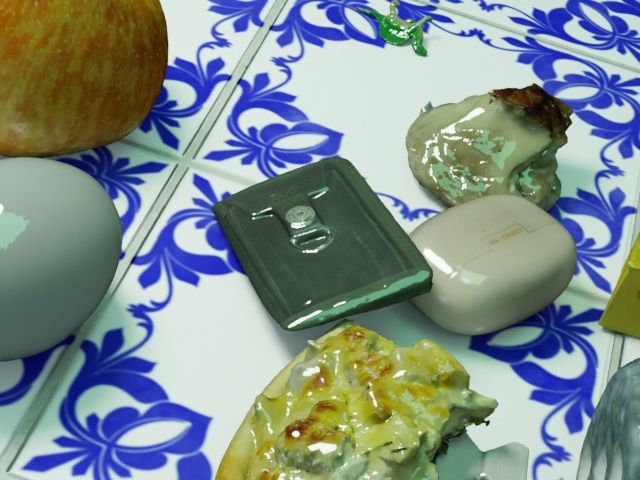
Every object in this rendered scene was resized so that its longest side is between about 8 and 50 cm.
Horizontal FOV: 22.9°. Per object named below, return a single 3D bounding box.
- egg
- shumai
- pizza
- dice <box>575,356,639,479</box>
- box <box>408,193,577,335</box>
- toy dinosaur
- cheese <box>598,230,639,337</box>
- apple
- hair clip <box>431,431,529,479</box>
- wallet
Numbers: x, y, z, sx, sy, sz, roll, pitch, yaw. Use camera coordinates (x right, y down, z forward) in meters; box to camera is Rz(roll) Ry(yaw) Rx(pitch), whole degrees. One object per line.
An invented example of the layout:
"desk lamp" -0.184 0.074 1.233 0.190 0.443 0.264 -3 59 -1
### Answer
"egg" -0.274 0.013 1.428 0.176 0.176 0.232 29 30 17
"shumai" 0.200 -0.115 1.785 0.201 0.120 0.201 12 38 -9
"pizza" 0.027 0.159 1.368 0.223 0.089 0.323 -2 30 26
"dice" 0.326 0.218 1.369 0.182 0.182 0.183 13 39 -5
"box" 0.172 0.023 1.630 0.200 0.088 0.146 -24 53 -37
"toy dinosaur" 0.093 -0.276 2.022 0.120 0.029 0.060 26 57 17
"cheese" 0.397 0.061 1.655 0.171 0.093 0.126 24 37 11
"apple" -0.299 -0.234 1.661 0.277 0.250 0.309 29 38 18
"hair clip" 0.109 0.280 1.302 0.101 0.085 0.330 18 32 1
"wallet" 0.000 0.000 1.588 0.169 0.052 0.245 -17 35 -13
